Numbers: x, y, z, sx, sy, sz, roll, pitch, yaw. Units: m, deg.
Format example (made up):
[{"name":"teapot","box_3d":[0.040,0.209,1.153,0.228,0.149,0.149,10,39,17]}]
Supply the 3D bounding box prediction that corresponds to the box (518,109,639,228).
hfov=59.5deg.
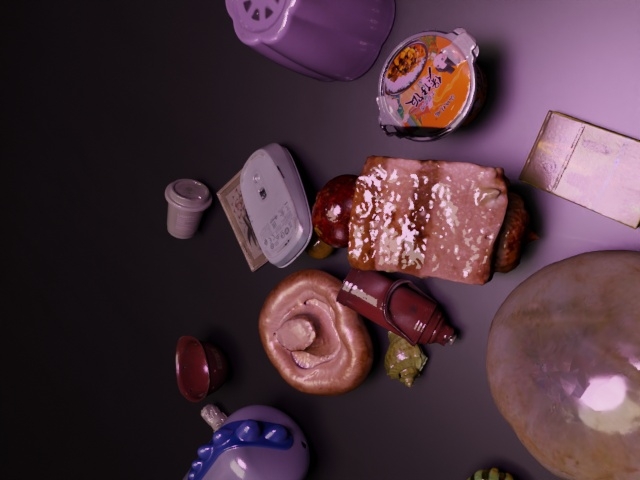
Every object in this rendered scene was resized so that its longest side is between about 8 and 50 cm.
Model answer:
[{"name":"box","box_3d":[0.423,-0.114,0.871,0.193,0.030,0.121,31,115,31]}]

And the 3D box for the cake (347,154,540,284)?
[{"name":"cake","box_3d":[0.207,-0.024,0.917,0.292,0.198,0.196,11,92,17]}]

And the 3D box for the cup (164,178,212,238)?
[{"name":"cup","box_3d":[-0.348,-0.078,1.456,0.120,0.120,0.141,41,132,27]}]

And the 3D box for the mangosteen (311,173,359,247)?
[{"name":"mangosteen","box_3d":[0.071,-0.046,1.116,0.146,0.181,0.156,-128,58,-76]}]

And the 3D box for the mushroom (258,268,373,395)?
[{"name":"mushroom","box_3d":[-0.009,0.197,1.200,0.278,0.146,0.278,1,92,30]}]

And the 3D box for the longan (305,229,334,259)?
[{"name":"longan","box_3d":[0.000,0.000,1.215,0.075,0.075,0.083,-12,48,40]}]

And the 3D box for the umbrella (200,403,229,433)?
[{"name":"umbrella","box_3d":[-0.267,0.498,1.511,0.143,0.067,0.062,39,90,35]}]

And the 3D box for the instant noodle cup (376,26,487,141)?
[{"name":"instant noodle cup","box_3d":[0.206,-0.257,0.960,0.208,0.125,0.178,-26,80,39]}]

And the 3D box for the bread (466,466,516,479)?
[{"name":"bread","box_3d":[0.319,0.482,1.024,0.139,0.071,0.130,-46,71,32]}]

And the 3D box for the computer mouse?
[{"name":"computer mouse","box_3d":[-0.085,-0.083,1.232,0.159,0.097,0.288,-44,58,34]}]

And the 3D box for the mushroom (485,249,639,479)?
[{"name":"mushroom","box_3d":[0.408,0.178,0.783,0.352,0.260,0.352,-24,55,40]}]

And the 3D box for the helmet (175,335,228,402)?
[{"name":"helmet","box_3d":[-0.306,0.331,1.485,0.155,0.106,0.175,-51,61,30]}]

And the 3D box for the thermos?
[{"name":"thermos","box_3d":[0.152,0.135,1.075,0.232,0.099,0.124,29,156,10]}]

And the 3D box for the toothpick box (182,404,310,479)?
[{"name":"toothpick box","box_3d":[-0.182,0.542,1.324,0.263,0.263,0.355,47,122,23]}]

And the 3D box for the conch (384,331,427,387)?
[{"name":"conch","box_3d":[0.169,0.233,1.121,0.089,0.074,0.121,-24,60,24]}]

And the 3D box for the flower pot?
[{"name":"flower pot","box_3d":[-0.036,-0.445,1.056,0.265,0.243,0.265,6,99,40]}]

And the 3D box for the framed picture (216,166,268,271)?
[{"name":"framed picture","box_3d":[-0.163,-0.060,1.366,0.173,0.010,0.231,-37,74,37]}]
